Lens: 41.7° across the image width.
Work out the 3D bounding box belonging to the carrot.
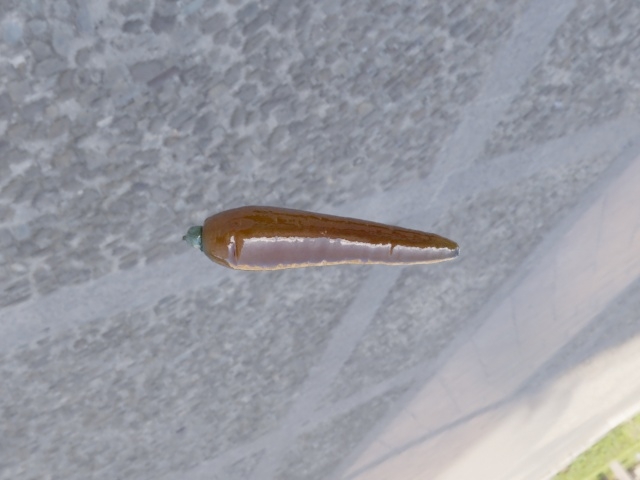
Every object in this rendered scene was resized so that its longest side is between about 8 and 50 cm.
[{"bbox_3d":[0.000,0.000,0.432,0.142,0.035,0.035,2,151,-4],"label":"carrot"}]
